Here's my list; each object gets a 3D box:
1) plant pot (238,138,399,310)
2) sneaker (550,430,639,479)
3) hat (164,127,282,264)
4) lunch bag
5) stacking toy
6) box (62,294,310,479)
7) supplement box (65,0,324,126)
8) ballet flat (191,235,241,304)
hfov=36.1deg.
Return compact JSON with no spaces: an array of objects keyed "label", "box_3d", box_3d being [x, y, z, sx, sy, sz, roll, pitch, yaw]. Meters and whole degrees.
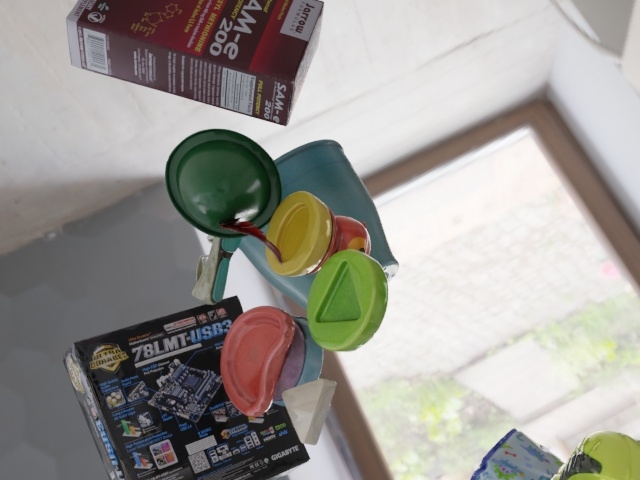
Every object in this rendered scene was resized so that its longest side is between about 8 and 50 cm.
[{"label":"plant pot","box_3d":[0.000,0.000,1.782,0.272,0.255,0.271,-32,162,-12]},{"label":"sneaker","box_3d":[0.203,0.198,0.628,0.124,0.109,0.295,15,164,12]},{"label":"hat","box_3d":[-0.153,-0.044,1.342,0.208,0.173,0.183,-24,-161,27]},{"label":"lunch bag","box_3d":[0.256,0.297,1.183,0.151,0.129,0.096,-26,148,-54]},{"label":"stacking toy","box_3d":[0.010,0.117,1.340,0.130,0.279,0.309,17,101,-37]},{"label":"box","box_3d":[-0.199,0.256,1.491,0.295,0.293,0.073,-15,161,-37]},{"label":"supplement box","box_3d":[-0.128,-0.217,1.033,0.239,0.130,0.073,16,145,2]},{"label":"ballet flat","box_3d":[-0.163,0.017,1.545,0.057,0.052,0.168,32,74,-63]}]
